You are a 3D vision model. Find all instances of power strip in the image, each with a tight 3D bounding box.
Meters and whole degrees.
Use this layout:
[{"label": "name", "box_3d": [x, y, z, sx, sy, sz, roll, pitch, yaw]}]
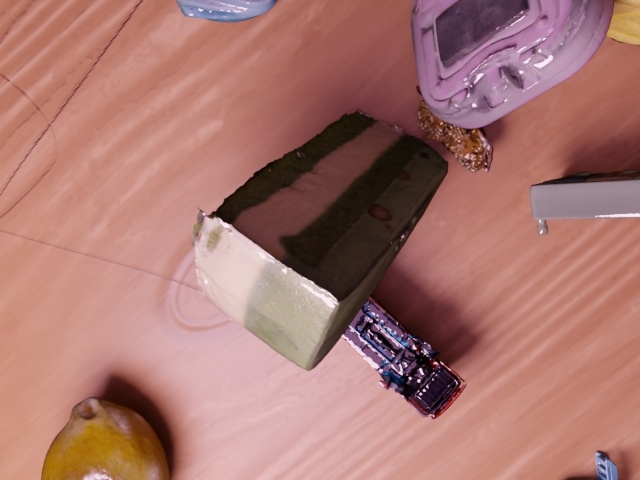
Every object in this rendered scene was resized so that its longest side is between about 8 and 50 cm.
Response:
[{"label": "power strip", "box_3d": [0.343, -0.046, 0.748, 0.215, 0.145, 0.061, 2, 102, 44]}]

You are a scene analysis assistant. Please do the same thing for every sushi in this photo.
[{"label": "sushi", "box_3d": [0.146, -0.124, 0.803, 0.118, 0.060, 0.062, 35, 107, 3]}]

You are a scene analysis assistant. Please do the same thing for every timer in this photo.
[{"label": "timer", "box_3d": [0.172, -0.221, 0.710, 0.208, 0.069, 0.191, -29, 58, 45]}]

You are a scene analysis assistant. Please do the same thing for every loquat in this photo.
[{"label": "loquat", "box_3d": [-0.259, 0.284, 0.888, 0.152, 0.152, 0.195, -5, 107, 9]}]

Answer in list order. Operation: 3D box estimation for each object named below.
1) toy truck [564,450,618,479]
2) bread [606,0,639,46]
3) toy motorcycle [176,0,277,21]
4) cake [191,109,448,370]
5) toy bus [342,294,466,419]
[{"label": "toy truck", "box_3d": [0.316, 0.296, 0.859, 0.073, 0.056, 0.090, 40, 89, -5]}, {"label": "bread", "box_3d": [0.286, -0.293, 0.654, 0.163, 0.264, 0.168, 19, 96, 3]}, {"label": "toy motorcycle", "box_3d": [-0.165, -0.372, 0.742, 0.416, 0.232, 0.172, 43, 68, 11]}, {"label": "cake", "box_3d": [0.003, -0.004, 0.781, 0.158, 0.283, 0.172, 34, 135, 11]}, {"label": "toy bus", "box_3d": [0.059, 0.098, 0.834, 0.235, 0.096, 0.073, 44, 96, -1]}]
